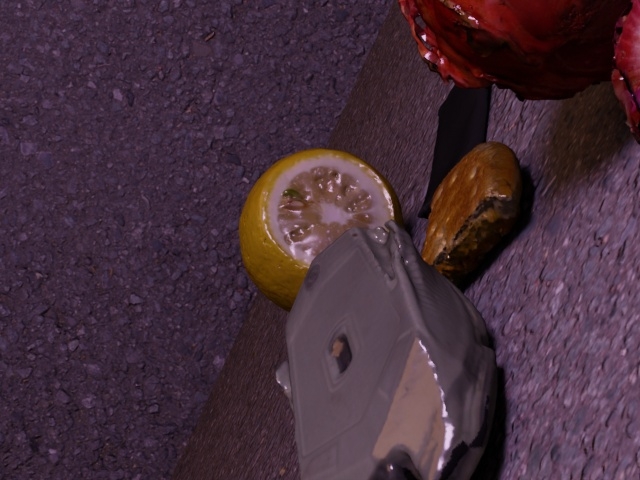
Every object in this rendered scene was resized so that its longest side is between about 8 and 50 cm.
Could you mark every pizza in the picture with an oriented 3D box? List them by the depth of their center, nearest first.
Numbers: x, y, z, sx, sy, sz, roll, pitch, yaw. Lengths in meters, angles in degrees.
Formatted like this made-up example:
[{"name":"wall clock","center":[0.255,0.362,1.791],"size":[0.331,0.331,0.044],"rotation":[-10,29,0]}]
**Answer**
[{"name":"pizza","center":[0.167,-0.020,1.381],"size":[0.292,0.058,0.197],"rotation":[-177,112,-82]}]

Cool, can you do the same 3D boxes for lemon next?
[{"name":"lemon","center":[0.000,0.000,1.746],"size":[0.219,0.240,0.240],"rotation":[104,-172,-67]}]

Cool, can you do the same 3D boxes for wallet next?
[{"name":"wallet","center":[0.193,-0.156,1.706],"size":[0.146,0.030,0.285],"rotation":[-53,15,39]}]

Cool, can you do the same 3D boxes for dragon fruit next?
[{"name":"dragon fruit","center":[0.218,-0.271,1.088],"size":[0.301,0.295,0.296],"rotation":[-26,37,55]}]

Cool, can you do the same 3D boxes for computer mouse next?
[{"name":"computer mouse","center":[0.076,0.143,1.202],"size":[0.228,0.145,0.429],"rotation":[-53,24,21]}]

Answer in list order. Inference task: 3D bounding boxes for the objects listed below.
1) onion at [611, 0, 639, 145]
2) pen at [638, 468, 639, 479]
[{"name":"onion","center":[0.284,-0.118,0.852],"size":[0.140,0.150,0.150],"rotation":[3,-60,-57]},{"name":"pen","center":[0.261,0.068,0.666],"size":[0.269,0.033,0.033],"rotation":[-56,12,41]}]
